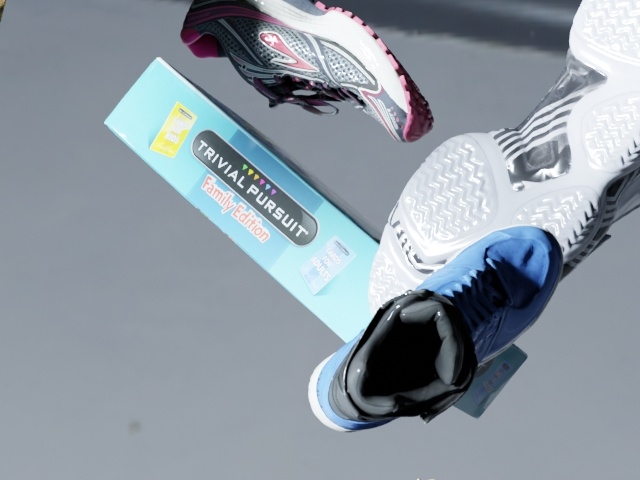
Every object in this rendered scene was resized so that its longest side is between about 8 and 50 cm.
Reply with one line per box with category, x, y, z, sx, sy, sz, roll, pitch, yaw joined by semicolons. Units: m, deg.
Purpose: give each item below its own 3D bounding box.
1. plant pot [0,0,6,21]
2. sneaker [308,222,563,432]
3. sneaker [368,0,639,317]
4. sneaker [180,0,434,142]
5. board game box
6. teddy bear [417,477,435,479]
plant pot;-0.428;-0.241;1.585;0.254;0.237;0.237;14;52;-16
sneaker;0.067;0.040;0.822;0.152;0.084;0.058;-32;91;-15
sneaker;0.203;-0.042;1.253;0.366;0.210;0.137;-50;58;7
sneaker;-0.010;-0.171;1.683;0.299;0.121;0.112;35;82;33
board game box;0.000;0.000;1.478;0.336;0.254;0.079;41;94;30
teddy bear;0.093;0.332;1.124;0.245;0.113;0.338;-3;93;-6
